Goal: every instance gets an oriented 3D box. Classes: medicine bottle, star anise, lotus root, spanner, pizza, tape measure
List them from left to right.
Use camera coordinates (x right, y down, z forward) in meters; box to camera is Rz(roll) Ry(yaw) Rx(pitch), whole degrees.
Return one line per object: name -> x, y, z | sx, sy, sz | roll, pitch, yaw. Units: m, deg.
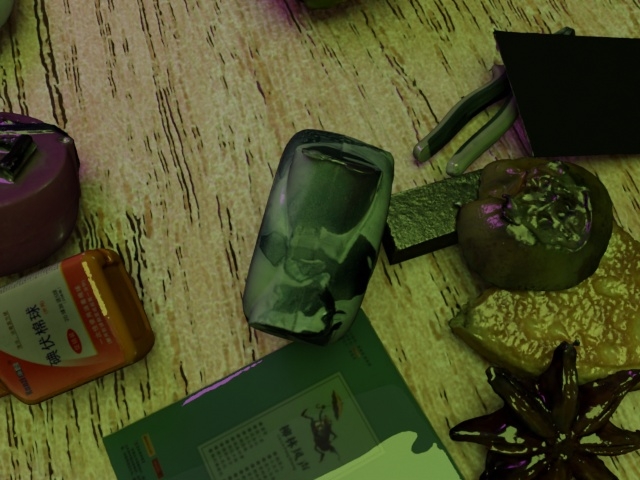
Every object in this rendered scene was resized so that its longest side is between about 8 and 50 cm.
tape measure -> -0.433, -0.071, 0.882 | 0.245, 0.149, 0.231 | 7, 40, -2
medicine bottle -> -0.337, 0.115, 0.860 | 0.222, 0.112, 0.149 | -23, 92, 3
tape measure -> 0.000, 0.000, 0.843 | 0.147, 0.275, 0.256 | 17, 104, -2
spanner -> 0.267, -0.211, 1.022 | 0.325, 0.040, 0.096 | -43, 50, -16
lotus root -> 0.275, -0.034, 0.877 | 0.204, 0.078, 0.183 | 0, 68, 3
star anise -> 0.287, 0.239, 0.873 | 0.272, 0.102, 0.272 | -1, 103, -3
pizza -> 0.345, 0.120, 0.919 | 0.268, 0.087, 0.258 | -38, 79, -12

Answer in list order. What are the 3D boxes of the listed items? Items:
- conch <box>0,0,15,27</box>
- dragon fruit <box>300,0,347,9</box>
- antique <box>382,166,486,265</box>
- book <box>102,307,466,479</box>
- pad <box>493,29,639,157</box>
conch -> -0.532, -0.372, 1.012 | 0.185, 0.121, 0.221 | -18, 68, -4
dragon fruit -> 0.022, -0.471, 1.016 | 0.303, 0.237, 0.231 | -29, 97, -21
antique -> 0.188, -0.042, 0.963 | 0.221, 0.081, 0.080 | -17, 75, -7
book -> -0.049, 0.270, 0.860 | 0.379, 0.031, 0.264 | -25, 65, -10
pad -> 0.399, -0.213, 1.016 | 0.300, 0.005, 0.202 | -5, 72, -23
